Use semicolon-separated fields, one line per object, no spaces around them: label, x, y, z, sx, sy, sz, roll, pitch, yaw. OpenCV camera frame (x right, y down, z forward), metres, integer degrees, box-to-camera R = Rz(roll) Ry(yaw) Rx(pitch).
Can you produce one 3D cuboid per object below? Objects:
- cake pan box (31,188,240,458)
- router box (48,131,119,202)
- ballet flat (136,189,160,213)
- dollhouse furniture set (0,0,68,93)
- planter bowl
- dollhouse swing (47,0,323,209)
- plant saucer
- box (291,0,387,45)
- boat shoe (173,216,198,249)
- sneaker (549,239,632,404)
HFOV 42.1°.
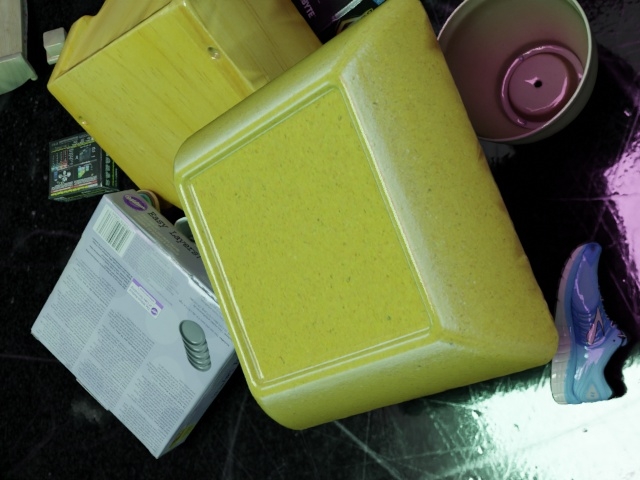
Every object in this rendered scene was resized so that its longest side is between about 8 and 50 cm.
cake pan box;-0.228;0.104;1.061;0.267;0.070;0.245;40;113;14
router box;-0.358;-0.113;1.257;0.122;0.038;0.092;-8;78;33
ballet flat;-0.271;0.024;1.155;0.080;0.073;0.232;49;115;27
dollhouse furniture set;-0.576;-0.343;1.439;0.356;0.174;0.303;-14;60;2
planter bowl;0.208;-0.169;0.840;0.162;0.109;0.162;-5;81;34
dollhouse swing;-0.117;-0.256;1.028;0.347;0.315;0.305;-10;37;50
plant saucer;0.000;0.000;0.752;0.333;0.081;0.332;-25;83;39
box;0.036;-0.417;1.004;0.257;0.079;0.322;-33;66;20
boat shoe;-0.090;0.007;1.028;0.226;0.076;0.083;0;71;35
sneaker;0.264;0.080;0.808;0.073;0.063;0.162;4;89;17
